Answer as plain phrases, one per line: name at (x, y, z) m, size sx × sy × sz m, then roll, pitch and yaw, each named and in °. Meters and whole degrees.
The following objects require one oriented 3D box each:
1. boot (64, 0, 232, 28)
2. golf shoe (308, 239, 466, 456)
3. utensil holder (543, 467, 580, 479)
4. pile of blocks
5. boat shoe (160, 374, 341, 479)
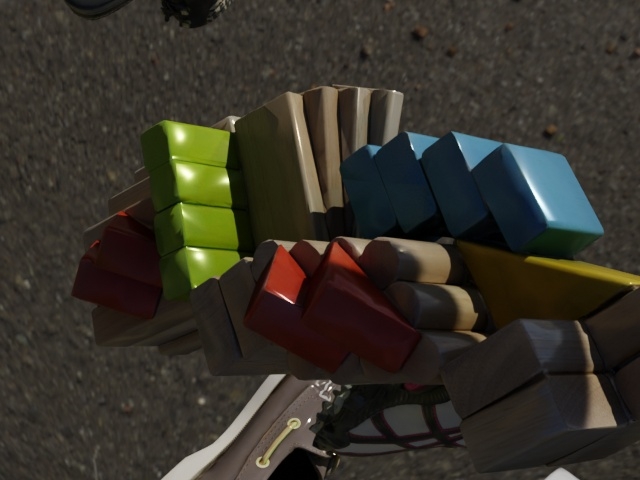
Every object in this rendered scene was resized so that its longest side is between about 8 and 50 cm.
boot at (-0.168, -0.276, 1.282) m, size 0.085 × 0.178 × 0.236 m, roll 35°, pitch 67°, yaw 17°
golf shoe at (0.075, 0.089, 0.687) m, size 0.120 × 0.273 × 0.105 m, roll 33°, pitch 67°, yaw -2°
utensil holder at (0.246, 0.419, 0.951) m, size 0.385 × 0.327 × 0.327 m, roll 41°, pitch 70°, yaw 18°
pile of blocks at (0.000, 0.000, 0.515) m, size 0.113 × 0.362 × 0.148 m, roll 5°, pitch 92°, yaw -47°
boat shoe at (-0.038, 0.198, 1.102) m, size 0.097 × 0.116 × 0.324 m, roll 31°, pitch 54°, yaw 25°
